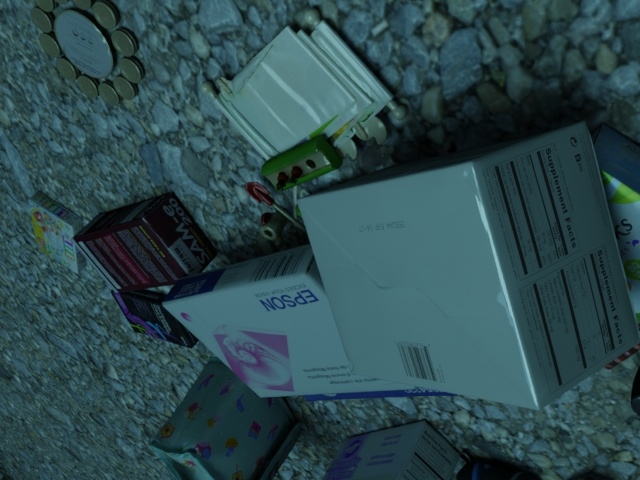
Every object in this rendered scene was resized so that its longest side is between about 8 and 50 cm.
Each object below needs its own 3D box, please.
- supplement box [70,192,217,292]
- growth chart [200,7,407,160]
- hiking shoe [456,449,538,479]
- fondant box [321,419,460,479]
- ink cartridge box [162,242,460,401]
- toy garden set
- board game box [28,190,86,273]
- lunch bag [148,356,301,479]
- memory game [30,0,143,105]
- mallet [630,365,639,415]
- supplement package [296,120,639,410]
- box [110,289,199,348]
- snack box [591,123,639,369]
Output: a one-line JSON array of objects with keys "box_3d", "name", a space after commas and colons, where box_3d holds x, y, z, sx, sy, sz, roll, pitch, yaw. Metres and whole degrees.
[{"box_3d": [-0.295, 0.009, 1.131, 0.239, 0.073, 0.130, -9, 123, 44], "name": "supplement box"}, {"box_3d": [-0.025, -0.155, 0.789, 0.237, 0.021, 0.172, -20, 115, 48], "name": "growth chart"}, {"box_3d": [0.264, 0.495, 1.080, 0.132, 0.113, 0.304, 11, 93, 46], "name": "hiking shoe"}, {"box_3d": [0.058, 0.461, 1.099, 0.096, 0.330, 0.238, 45, 142, -9], "name": "fondant box"}, {"box_3d": [-0.020, 0.157, 0.990, 0.324, 0.071, 0.330, -16, 124, 44], "name": "ink cartridge box"}, {"box_3d": [0.000, 0.000, 0.889, 0.204, 0.049, 0.244, -17, 122, 47], "name": "toy garden set"}, {"box_3d": [-0.499, -0.013, 1.309, 0.103, 0.026, 0.154, 30, 142, 9], "name": "board game box"}, {"box_3d": [-0.154, 0.384, 1.277, 0.160, 0.223, 0.262, -3, 127, 37], "name": "lunch bag"}, {"box_3d": [-0.312, -0.263, 0.916, 0.186, 0.012, 0.186, 21, 140, 19], "name": "memory game"}, {"box_3d": [0.371, 0.116, 0.716, 0.039, 0.062, 0.189, 21, 139, 19], "name": "mallet"}, {"box_3d": [0.127, 0.023, 0.656, 0.262, 0.145, 0.204, -6, 104, 59], "name": "supplement package"}, {"box_3d": [-0.320, 0.146, 1.326, 0.162, 0.029, 0.116, 8, 133, 32], "name": "box"}, {"box_3d": [0.281, 0.015, 0.678, 0.174, 0.070, 0.207, 36, 141, 6], "name": "snack box"}]
